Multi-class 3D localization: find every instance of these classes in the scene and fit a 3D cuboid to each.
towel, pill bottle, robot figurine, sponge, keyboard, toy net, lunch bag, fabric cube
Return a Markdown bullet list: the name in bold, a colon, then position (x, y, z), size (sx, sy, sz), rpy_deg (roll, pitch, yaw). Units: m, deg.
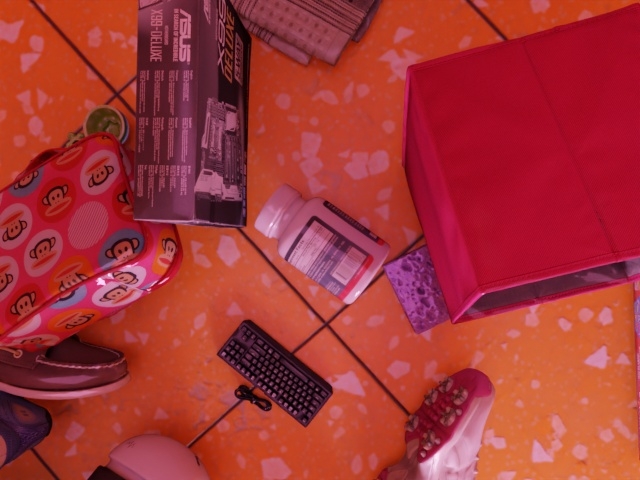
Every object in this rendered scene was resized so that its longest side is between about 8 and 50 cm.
- **towel**: position (-0.033, -0.457, 0.730), size (0.324, 0.056, 0.312), rpy_deg (31, 89, 6)
- **pill bottle**: position (0.000, 0.000, 0.693), size (0.180, 0.108, 0.107), rpy_deg (36, 93, 3)
- **robot figurine**: position (-0.272, 0.410, 0.648), size (0.209, 0.173, 0.278), rpy_deg (29, 56, 7)
- **sponge**: position (0.212, 0.043, 0.716), size (0.210, 0.031, 0.117), rpy_deg (-27, 88, 3)
- **keyboard**: position (-0.081, 0.219, 0.743), size (0.180, 0.023, 0.108), rpy_deg (38, 93, 4)
- **toy net**: position (-0.319, -0.089, 0.747), size (0.122, 0.045, 0.232), rpy_deg (-26, 88, 4)
- **lunch bag**: position (-0.357, -0.011, 0.658), size (0.293, 0.120, 0.258), rpy_deg (-28, 68, 7)
- **fabric cube**: position (0.256, -0.064, 0.573), size (0.259, 0.254, 0.257), rpy_deg (-14, 71, 5)

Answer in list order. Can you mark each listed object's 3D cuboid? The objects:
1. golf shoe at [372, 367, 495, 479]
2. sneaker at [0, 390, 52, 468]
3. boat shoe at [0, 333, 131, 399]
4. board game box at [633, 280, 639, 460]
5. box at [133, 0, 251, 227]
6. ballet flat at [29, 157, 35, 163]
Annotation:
- **golf shoe**: position (0.180, 0.331, 0.691), size (0.140, 0.115, 0.306), rpy_deg (28, 99, -7)
- **sneaker**: position (-0.550, 0.273, 0.729), size (0.330, 0.147, 0.129), rpy_deg (7, 93, 24)
- **boat shoe**: position (-0.447, 0.167, 0.726), size (0.325, 0.116, 0.096), rpy_deg (5, 94, 10)
- **board game box**: position (0.533, 0.180, 0.683), size (0.145, 0.027, 0.280), rpy_deg (-1, 89, 3)
- **box**: position (-0.159, -0.172, 0.638), size (0.077, 0.242, 0.307), rpy_deg (1, 90, 4)
- **ballet flat**: position (-0.434, -0.078, 0.761), size (0.041, 0.041, 0.114), rpy_deg (-39, 87, 3)
